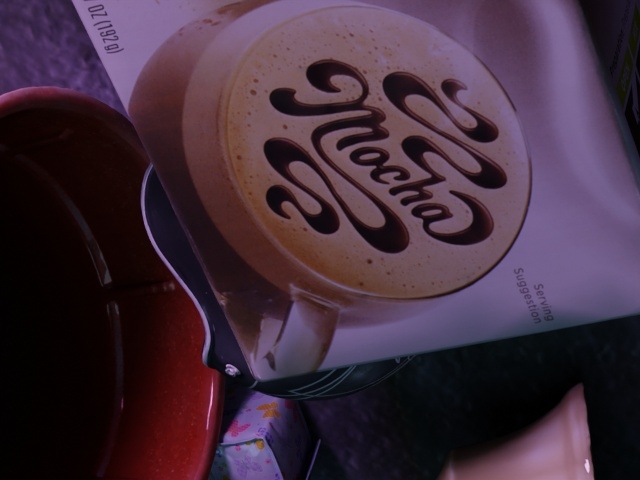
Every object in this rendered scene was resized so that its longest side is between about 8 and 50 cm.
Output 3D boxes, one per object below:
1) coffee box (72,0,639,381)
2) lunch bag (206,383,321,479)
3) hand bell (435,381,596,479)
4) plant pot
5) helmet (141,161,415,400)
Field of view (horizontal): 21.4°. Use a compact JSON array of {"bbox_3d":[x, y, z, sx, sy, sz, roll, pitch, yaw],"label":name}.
[{"bbox_3d":[0.008,-0.112,0.578,0.168,0.119,0.297,-11,119,22],"label":"coffee box"},{"bbox_3d":[-0.031,0.136,1.034,0.053,0.071,0.083,-9,116,17],"label":"lunch bag"},{"bbox_3d":[0.037,0.155,0.965,0.242,0.126,0.126,-6,119,8],"label":"hand bell"},{"bbox_3d":[-0.239,0.067,0.957,0.265,0.272,0.272,-7,118,30],"label":"plant pot"},{"bbox_3d":[0.000,0.000,0.887,0.169,0.169,0.161,-25,94,28],"label":"helmet"}]
